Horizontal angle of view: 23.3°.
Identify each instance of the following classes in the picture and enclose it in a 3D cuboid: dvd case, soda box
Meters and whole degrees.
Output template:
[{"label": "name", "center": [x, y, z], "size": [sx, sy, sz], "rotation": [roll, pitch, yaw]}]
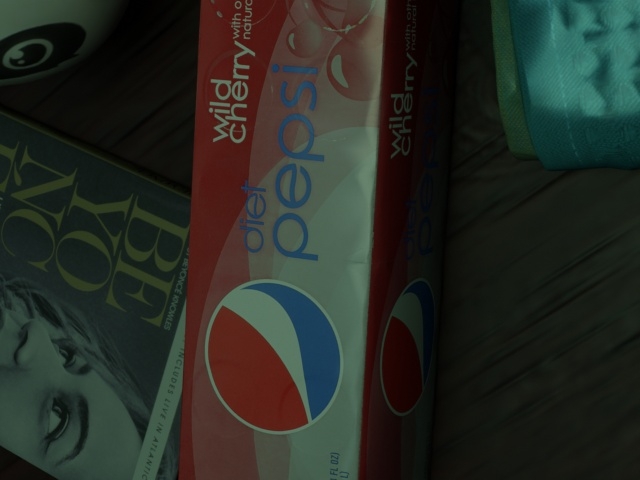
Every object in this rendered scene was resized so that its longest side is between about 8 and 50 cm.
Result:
[{"label": "dvd case", "center": [-0.146, 0.027, 0.785], "size": [0.221, 0.018, 0.164], "rotation": [24, 106, 22]}, {"label": "soda box", "center": [0.000, 0.000, 0.672], "size": [0.092, 0.083, 0.263], "rotation": [7, 100, 26]}]

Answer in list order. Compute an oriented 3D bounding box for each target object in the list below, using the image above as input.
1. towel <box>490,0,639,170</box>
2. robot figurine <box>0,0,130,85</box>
[{"label": "towel", "center": [0.232, -0.171, 0.563], "size": [0.370, 0.040, 0.271], "rotation": [-4, 94, 26]}, {"label": "robot figurine", "center": [-0.135, -0.203, 0.664], "size": [0.209, 0.173, 0.278], "rotation": [28, 107, 21]}]
